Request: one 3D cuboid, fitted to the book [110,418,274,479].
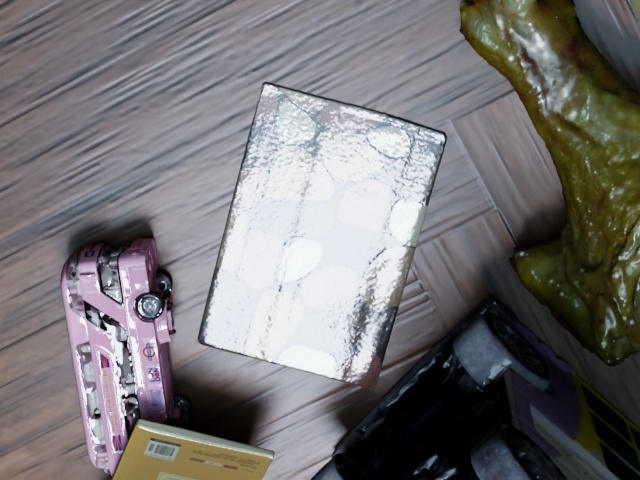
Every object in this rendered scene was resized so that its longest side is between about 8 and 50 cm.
[{"bbox_3d":[-0.121,0.217,1.456,0.118,0.012,0.172,15,131,-13],"label":"book"}]

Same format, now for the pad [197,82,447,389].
[{"bbox_3d":[0.000,0.000,1.430,0.158,0.003,0.235,15,107,-2],"label":"pad"}]

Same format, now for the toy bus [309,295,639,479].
[{"bbox_3d":[0.145,0.248,1.276,0.249,0.440,0.209,41,104,-12],"label":"toy bus"}]

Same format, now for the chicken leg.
[{"bbox_3d":[0.219,-0.038,1.354,0.361,0.140,0.211,50,118,10],"label":"chicken leg"}]

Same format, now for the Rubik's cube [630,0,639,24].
[{"bbox_3d":[0.355,-0.184,1.227,0.224,0.265,0.213,-28,105,-15],"label":"Rubik's cube"}]

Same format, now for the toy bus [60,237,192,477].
[{"bbox_3d":[-0.159,0.100,1.439,0.090,0.063,0.203,-4,108,5],"label":"toy bus"}]
